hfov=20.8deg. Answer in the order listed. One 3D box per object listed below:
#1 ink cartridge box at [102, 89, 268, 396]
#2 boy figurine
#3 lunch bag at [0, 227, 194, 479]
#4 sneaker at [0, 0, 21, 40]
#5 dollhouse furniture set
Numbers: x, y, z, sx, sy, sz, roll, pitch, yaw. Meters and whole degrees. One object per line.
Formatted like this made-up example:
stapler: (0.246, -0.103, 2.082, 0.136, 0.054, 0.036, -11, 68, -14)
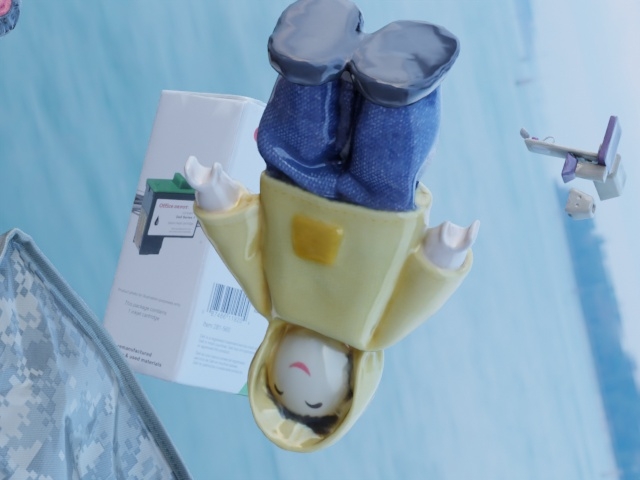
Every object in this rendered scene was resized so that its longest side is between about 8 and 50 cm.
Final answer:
ink cartridge box: (-0.070, 0.006, 1.355, 0.160, 0.092, 0.219, 19, 83, -54)
boy figurine: (0.000, 0.000, 1.010, 0.092, 0.177, 0.285, -57, 162, -52)
lunch bag: (-0.222, 0.158, 1.116, 0.287, 0.235, 0.169, 54, 42, -30)
sneaker: (-0.331, -0.197, 1.226, 0.125, 0.261, 0.104, 110, 3, -66)
dollhouse furniture set: (0.210, -0.052, 1.487, 0.114, 0.081, 0.091, 49, 57, -65)
